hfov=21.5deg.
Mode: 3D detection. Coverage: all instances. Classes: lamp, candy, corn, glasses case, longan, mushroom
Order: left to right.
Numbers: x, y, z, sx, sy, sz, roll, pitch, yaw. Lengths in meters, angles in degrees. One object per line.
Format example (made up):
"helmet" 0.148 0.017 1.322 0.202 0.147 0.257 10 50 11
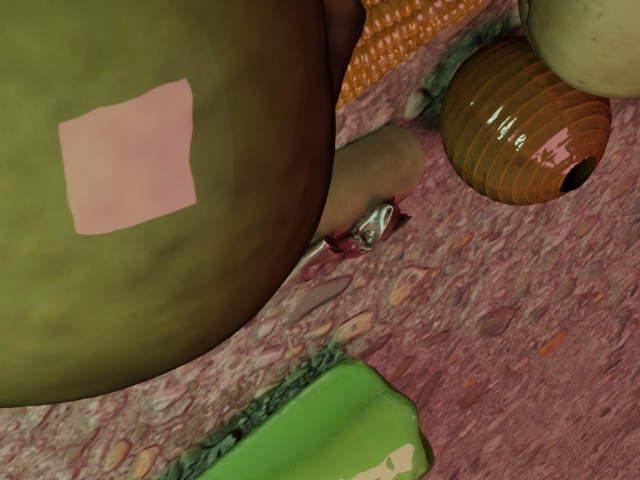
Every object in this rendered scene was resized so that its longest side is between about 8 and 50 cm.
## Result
"longan" -0.128 -0.076 0.706 0.319 0.319 0.319 -35 153 -21
"candy" -0.054 0.246 1.484 0.343 0.132 0.142 -39 170 -12
"glasses case" 0.000 0.000 1.271 0.193 0.070 0.102 -28 151 -31
"corn" 0.005 -0.132 1.057 0.244 0.093 0.093 -34 152 -23
"lamp" 0.159 -0.092 1.304 0.136 0.136 0.136 -35 153 -21
"mushroom" 0.195 -0.215 1.120 0.246 0.202 0.246 -168 -90 -85
